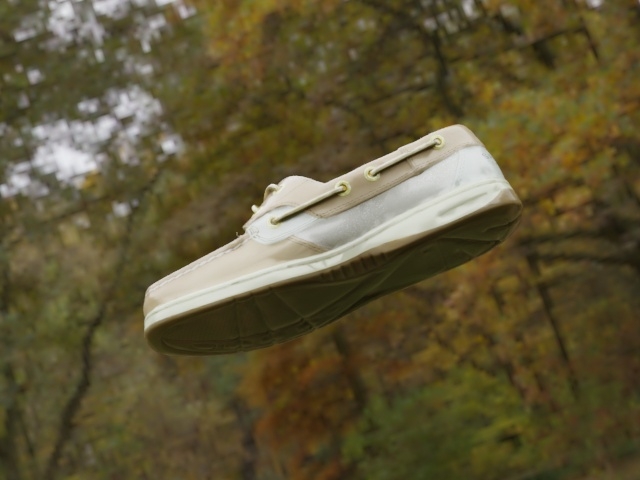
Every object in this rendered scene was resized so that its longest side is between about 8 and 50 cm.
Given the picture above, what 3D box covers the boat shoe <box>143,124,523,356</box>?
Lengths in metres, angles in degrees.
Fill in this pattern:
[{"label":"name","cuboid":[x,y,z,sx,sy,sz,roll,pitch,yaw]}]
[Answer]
[{"label":"boat shoe","cuboid":[0.000,0.000,0.546,0.135,0.045,0.050,-20,-26,-5]}]
